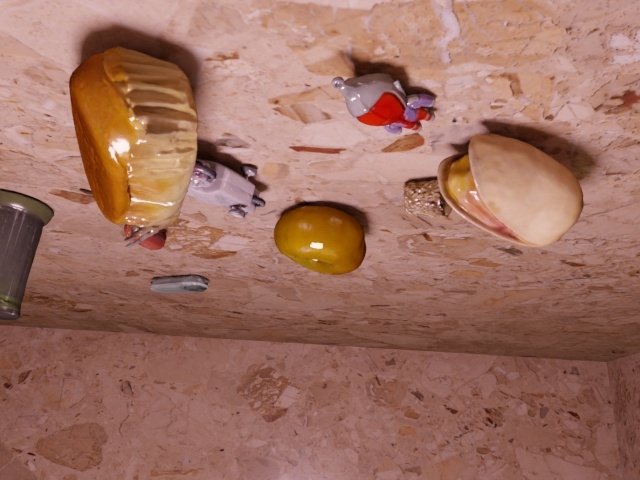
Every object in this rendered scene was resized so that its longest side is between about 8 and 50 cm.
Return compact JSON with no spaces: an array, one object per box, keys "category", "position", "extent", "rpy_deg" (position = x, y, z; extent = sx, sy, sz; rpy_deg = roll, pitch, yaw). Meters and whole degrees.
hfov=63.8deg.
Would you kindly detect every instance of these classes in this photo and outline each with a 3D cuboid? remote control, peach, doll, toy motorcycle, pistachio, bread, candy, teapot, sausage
[{"category":"remote control","position":[-0.548,0.171,1.993],"extent":[0.247,0.052,0.104],"rpy_deg":[-5,158,20]},{"category":"peach","position":[0.000,0.000,1.349],"extent":[0.251,0.153,0.251],"rpy_deg":[19,160,7]},{"category":"doll","position":[0.103,-0.224,0.842],"extent":[0.227,0.075,0.102],"rpy_deg":[9,146,-39]},{"category":"toy motorcycle","position":[-0.240,-0.125,1.137],"extent":[0.170,0.110,0.260],"rpy_deg":[11,171,29]},{"category":"pistachio","position":[0.368,-0.089,0.992],"extent":[0.299,0.188,0.187],"rpy_deg":[18,155,-22]},{"category":"bread","position":[-0.333,-0.160,0.901],"extent":[0.183,0.236,0.389],"rpy_deg":[-5,154,-27]},{"category":"candy","position":[0.239,-0.093,1.147],"extent":[0.110,0.085,0.095],"rpy_deg":[-3,148,27]},{"category":"teapot","position":[-0.876,0.061,1.382],"extent":[0.200,0.337,0.270],"rpy_deg":[20,155,-35]},{"category":"sausage","position":[-0.499,-0.020,1.468],"extent":[0.076,0.076,0.141],"rpy_deg":[-6,158,23]}]

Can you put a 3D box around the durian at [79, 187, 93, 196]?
[{"category":"durian","position":[-0.432,-0.128,1.124],"extent":[0.188,0.148,0.091],"rpy_deg":[-6,124,-5]}]
